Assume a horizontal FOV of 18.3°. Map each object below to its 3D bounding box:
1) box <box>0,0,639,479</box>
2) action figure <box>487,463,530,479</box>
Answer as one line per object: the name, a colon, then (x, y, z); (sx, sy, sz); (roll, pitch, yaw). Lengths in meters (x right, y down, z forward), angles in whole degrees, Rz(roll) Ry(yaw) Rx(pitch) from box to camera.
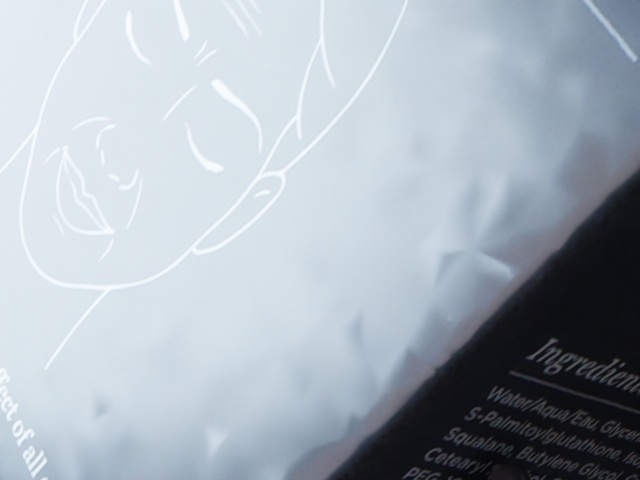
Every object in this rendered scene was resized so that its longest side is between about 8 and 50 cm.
box: (0.000, 0.000, 0.706); (0.395, 0.212, 0.293); (-47, 51, 22)
action figure: (0.010, 0.243, 0.544); (0.330, 0.178, 0.341); (-51, 11, -23)
